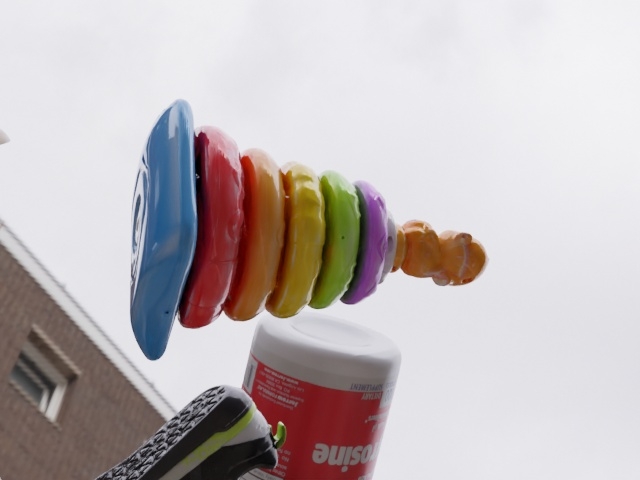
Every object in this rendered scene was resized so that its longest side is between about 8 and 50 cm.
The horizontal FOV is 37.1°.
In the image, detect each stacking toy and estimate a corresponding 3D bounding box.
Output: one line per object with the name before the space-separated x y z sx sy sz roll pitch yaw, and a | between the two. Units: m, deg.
stacking toy | 0.000 0.000 0.783 0.302 0.165 0.175 5 -39 -16

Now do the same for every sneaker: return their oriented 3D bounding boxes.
sneaker | -0.127 0.223 0.799 0.235 0.084 0.097 -39 -74 -10

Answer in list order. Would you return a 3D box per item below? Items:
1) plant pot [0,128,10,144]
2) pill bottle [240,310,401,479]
plant pot | -0.548 -0.135 1.300 0.236 0.236 0.032 -5 -78 5
pill bottle | -0.029 0.330 1.462 0.229 0.229 0.407 12 -81 -6
